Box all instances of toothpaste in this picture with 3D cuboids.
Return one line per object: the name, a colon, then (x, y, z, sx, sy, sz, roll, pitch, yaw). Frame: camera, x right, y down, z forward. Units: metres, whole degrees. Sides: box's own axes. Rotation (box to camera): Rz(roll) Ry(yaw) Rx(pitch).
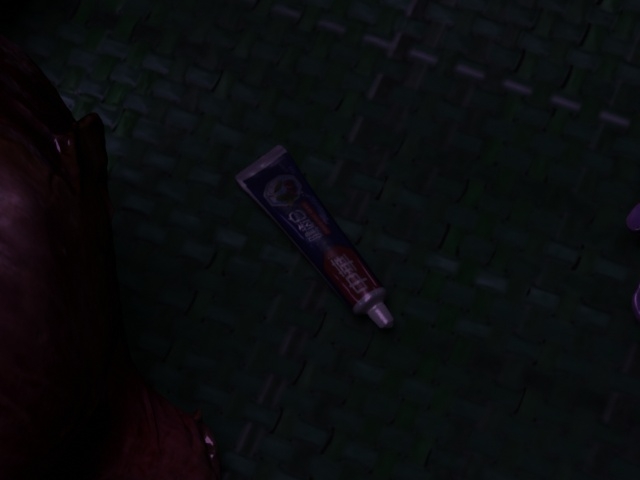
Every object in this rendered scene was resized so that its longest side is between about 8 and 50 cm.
toothpaste: (0.000, 0.000, 0.969, 0.037, 0.021, 0.140, -35, 66, -9)

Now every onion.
onion: (-0.211, 0.059, 0.846, 0.385, 0.348, 0.348, 32, 71, -23)

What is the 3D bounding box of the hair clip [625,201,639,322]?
hair clip: (0.260, -0.062, 0.933, 0.137, 0.090, 0.278, 16, 75, 17)
